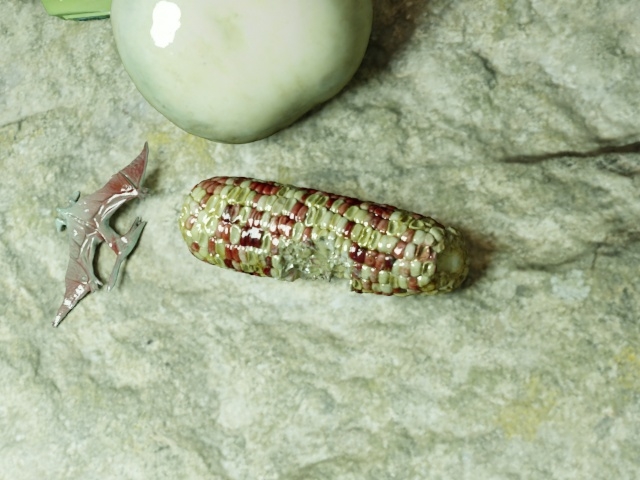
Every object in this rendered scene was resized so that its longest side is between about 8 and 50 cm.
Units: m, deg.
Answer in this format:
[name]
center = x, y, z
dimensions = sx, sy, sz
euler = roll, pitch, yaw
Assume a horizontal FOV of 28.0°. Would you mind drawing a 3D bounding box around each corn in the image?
[corn]
center = 0.000, 0.000, 1.236
dimensions = 0.289, 0.098, 0.098
euler = 12, 70, 22

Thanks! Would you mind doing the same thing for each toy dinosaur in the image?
[toy dinosaur]
center = -0.236, -0.009, 1.362
dimensions = 0.108, 0.032, 0.220
euler = 24, 85, 24

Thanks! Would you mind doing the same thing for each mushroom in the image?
[mushroom]
center = -0.083, -0.230, 1.331
dimensions = 0.260, 0.234, 0.254
euler = 19, 105, -12

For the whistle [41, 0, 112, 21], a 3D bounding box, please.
[whistle]
center = -0.256, -0.303, 1.459
dimensions = 0.288, 0.131, 0.106
euler = 0, 93, 20
